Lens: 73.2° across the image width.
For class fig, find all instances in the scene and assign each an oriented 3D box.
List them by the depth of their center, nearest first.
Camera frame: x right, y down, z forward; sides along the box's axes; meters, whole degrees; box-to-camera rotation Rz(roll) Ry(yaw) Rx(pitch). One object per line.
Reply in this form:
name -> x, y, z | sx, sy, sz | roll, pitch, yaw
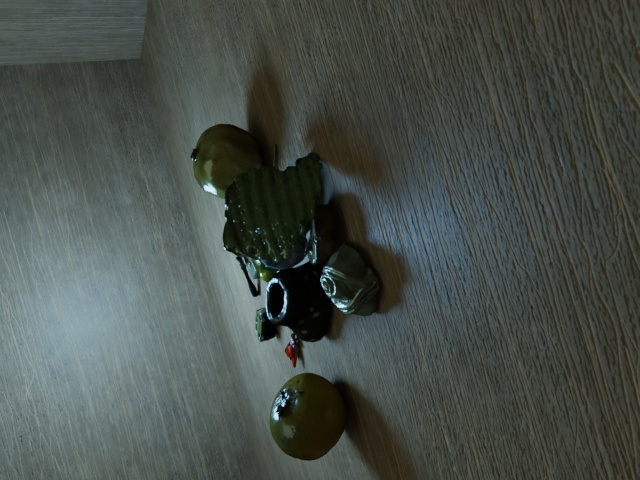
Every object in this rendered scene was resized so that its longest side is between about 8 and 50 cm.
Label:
fig -> -0.226, 0.172, 2.062 | 0.093, 0.093, 0.166 | 49, -179, 40

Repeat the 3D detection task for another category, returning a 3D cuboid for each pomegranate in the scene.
pomegranate -> -0.401, -0.326, 1.850 | 0.332, 0.332, 0.333 | 38, 136, 49

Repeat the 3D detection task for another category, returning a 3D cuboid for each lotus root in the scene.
lotus root -> 0.000, 0.000, 1.476 | 0.170, 0.074, 0.261 | -108, 20, -57

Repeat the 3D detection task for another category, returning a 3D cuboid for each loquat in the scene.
loquat -> -0.036, 0.719, 1.751 | 0.359, 0.328, 0.328 | 38, 170, -30

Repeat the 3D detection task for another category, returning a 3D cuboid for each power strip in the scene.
power strip -> -0.361, 0.078, 2.244 | 0.257, 0.070, 0.105 | 60, 151, 22

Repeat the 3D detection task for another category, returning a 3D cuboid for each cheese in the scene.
cheese -> -0.122, -0.002, 1.572 | 0.320, 0.203, 0.083 | -55, 28, 29

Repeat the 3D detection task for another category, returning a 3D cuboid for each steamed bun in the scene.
steamed bun -> 0.079, 0.141, 1.375 | 0.211, 0.144, 0.218 | 47, 143, 41

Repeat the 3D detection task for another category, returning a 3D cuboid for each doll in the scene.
doll -> -0.137, 0.519, 2.069 | 0.109, 0.057, 0.169 | 50, 145, 41

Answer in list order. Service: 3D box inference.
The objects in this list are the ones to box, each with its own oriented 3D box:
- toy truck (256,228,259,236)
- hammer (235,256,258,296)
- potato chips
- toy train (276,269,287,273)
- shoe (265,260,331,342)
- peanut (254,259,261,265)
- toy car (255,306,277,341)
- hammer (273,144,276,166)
toy truck -> -0.270, -0.043, 1.989 | 0.074, 0.088, 0.202 | 42, 139, 44
hammer -> -0.392, 0.197, 2.317 | 0.137, 0.037, 0.290 | 53, 163, 48
potato chips -> -0.159, -0.118, 1.471 | 0.373, 0.097, 0.390 | -5, 65, 25
toy train -> -0.179, 0.169, 1.971 | 0.085, 0.053, 0.250 | -130, 36, -48
shoe -> -0.091, 0.262, 1.654 | 0.171, 0.237, 0.384 | 47, 142, 42
peanut -> -0.296, 0.082, 2.119 | 0.174, 0.080, 0.080 | 35, 133, 56
toy car -> -0.286, 0.414, 2.248 | 0.124, 0.101, 0.257 | 55, 148, 39
hammer -> -0.200, -0.298, 1.767 | 0.028, 0.060, 0.195 | 41, 134, 47
